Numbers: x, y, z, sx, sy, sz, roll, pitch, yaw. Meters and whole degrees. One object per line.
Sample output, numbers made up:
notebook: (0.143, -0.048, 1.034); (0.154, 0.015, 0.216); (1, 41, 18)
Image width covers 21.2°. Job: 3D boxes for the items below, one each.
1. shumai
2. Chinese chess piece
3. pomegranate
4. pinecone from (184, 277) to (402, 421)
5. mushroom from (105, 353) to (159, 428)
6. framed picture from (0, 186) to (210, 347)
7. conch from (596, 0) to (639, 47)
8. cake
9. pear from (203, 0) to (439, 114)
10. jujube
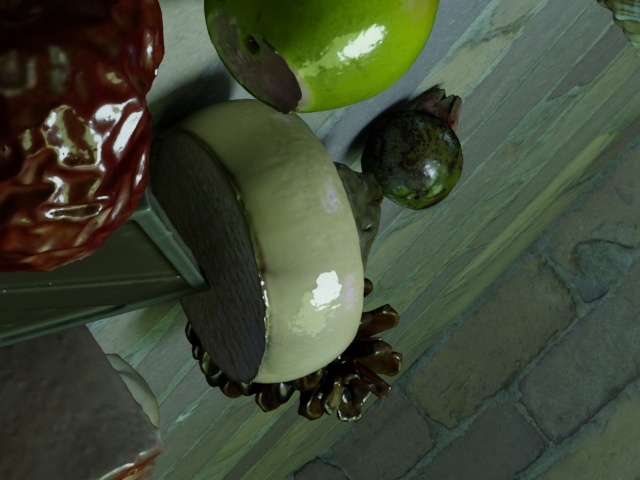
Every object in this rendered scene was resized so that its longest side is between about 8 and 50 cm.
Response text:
shumai: (-0.002, 0.004, 1.884); (0.218, 0.185, 0.184); (7, 102, -31)
Chinese chess piece: (-0.063, 0.001, 1.606); (0.112, 0.270, 0.270); (-17, 159, -22)
pomegranate: (0.130, -0.111, 2.108); (0.163, 0.125, 0.138); (-37, 155, -14)
pinecone: (-0.034, 0.096, 2.069); (0.244, 0.309, 0.244); (-41, 145, -37)
mushroom: (-0.352, 0.316, 1.999); (0.397, 0.224, 0.313); (-36, 165, -17)
framed picture: (-0.264, 0.043, 1.364); (0.326, 0.028, 0.446); (-15, 171, -2)
conch: (0.330, -0.345, 1.836); (0.203, 0.170, 0.386); (-58, 142, -28)
cake: (-0.332, 0.215, 1.679); (0.309, 0.230, 0.237); (-34, 165, -22)
pear: (0.011, -0.207, 1.330); (0.219, 0.187, 0.187); (-49, 172, -20)
jujube: (-0.199, -0.083, 1.045); (0.213, 0.213, 0.232); (-34, 164, -24)
